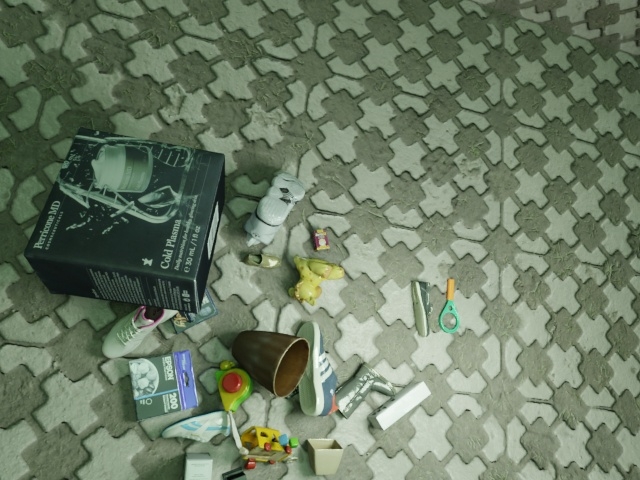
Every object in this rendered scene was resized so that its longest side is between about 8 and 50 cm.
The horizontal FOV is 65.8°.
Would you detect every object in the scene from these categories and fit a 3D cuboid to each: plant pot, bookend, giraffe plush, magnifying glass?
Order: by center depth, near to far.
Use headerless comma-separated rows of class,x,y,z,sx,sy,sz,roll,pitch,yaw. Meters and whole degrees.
bookend,-0.266,0.855,1.639,0.073,0.157,0.156,-12,80,-20
plant pot,-0.191,0.408,1.748,0.231,0.215,0.215,17,66,28
plant pot,0.013,0.779,1.777,0.109,0.109,0.096,5,86,-15
giraffe plush,-0.033,0.159,1.908,0.211,0.181,0.170,13,93,-24
magnifying glass,0.554,0.280,2.114,0.092,0.026,0.230,11,72,-14

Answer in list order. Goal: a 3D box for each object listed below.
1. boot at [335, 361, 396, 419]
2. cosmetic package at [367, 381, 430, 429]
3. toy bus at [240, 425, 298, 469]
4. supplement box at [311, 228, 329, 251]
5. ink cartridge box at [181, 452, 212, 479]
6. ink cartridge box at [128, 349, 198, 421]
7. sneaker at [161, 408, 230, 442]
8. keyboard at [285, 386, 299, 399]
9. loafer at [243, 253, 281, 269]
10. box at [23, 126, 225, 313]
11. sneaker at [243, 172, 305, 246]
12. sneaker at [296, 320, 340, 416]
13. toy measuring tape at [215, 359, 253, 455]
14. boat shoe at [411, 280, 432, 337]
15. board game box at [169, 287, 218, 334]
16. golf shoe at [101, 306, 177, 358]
boot,0.162,0.594,1.884,0.190,0.076,0.208,38,61,11
cosmetic package,0.302,0.631,1.903,0.239,0.099,0.060,-29,86,-22
toy bus,-0.181,0.708,1.729,0.191,0.202,0.104,-9,48,-12
supplement box,0.000,0.000,2.011,0.055,0.043,0.083,-8,77,-17
ink cartridge box,-0.408,0.813,1.610,0.087,0.153,0.208,7,75,-16
ink cartridge box,-0.541,0.498,1.713,0.209,0.045,0.206,-9,78,-20
sneaker,-0.422,0.645,1.687,0.229,0.087,0.092,-8,79,-17
keyboard,-0.122,0.489,1.854,0.108,0.023,0.180,-25,85,-21
loafer,-0.222,0.080,1.918,0.148,0.050,0.056,3,75,-16
box,-0.582,-0.058,1.595,0.473,0.297,0.479,9,60,-6
sneaker,-0.189,-0.119,1.943,0.137,0.210,0.365,35,34,-6
sneaker,-0.004,0.478,1.848,0.148,0.131,0.349,20,56,-39
toy measuring tape,-0.273,0.558,1.709,0.122,0.121,0.330,-14,58,-20
boat shoe,0.432,0.283,2.044,0.079,0.084,0.232,2,72,-16
board game box,-0.499,0.195,1.807,0.165,0.042,0.243,-26,84,-21
golf shoe,-0.624,0.284,1.676,0.306,0.140,0.115,-43,89,-8
